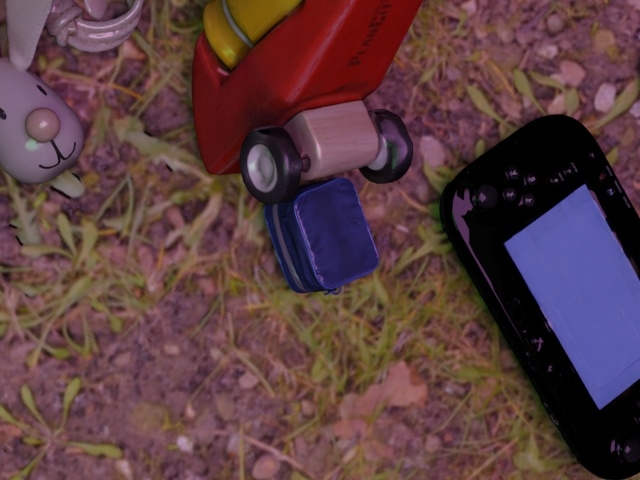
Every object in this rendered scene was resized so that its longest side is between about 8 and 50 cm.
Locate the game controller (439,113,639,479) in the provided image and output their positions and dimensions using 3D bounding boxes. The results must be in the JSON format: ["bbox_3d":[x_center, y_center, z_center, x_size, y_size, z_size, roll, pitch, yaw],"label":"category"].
[{"bbox_3d":[0.234,0.050,1.313,0.166,0.067,0.319,-33,101,-11],"label":"game controller"}]

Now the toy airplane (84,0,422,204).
[{"bbox_3d":[0.006,-0.246,1.104,0.384,0.386,0.272,-38,62,-1],"label":"toy airplane"}]

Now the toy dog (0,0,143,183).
[{"bbox_3d":[-0.288,-0.203,1.105,0.334,0.161,0.220,33,78,-14],"label":"toy dog"}]

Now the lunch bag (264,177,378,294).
[{"bbox_3d":[0.000,0.000,1.251,0.067,0.065,0.098,-20,96,-29],"label":"lunch bag"}]
